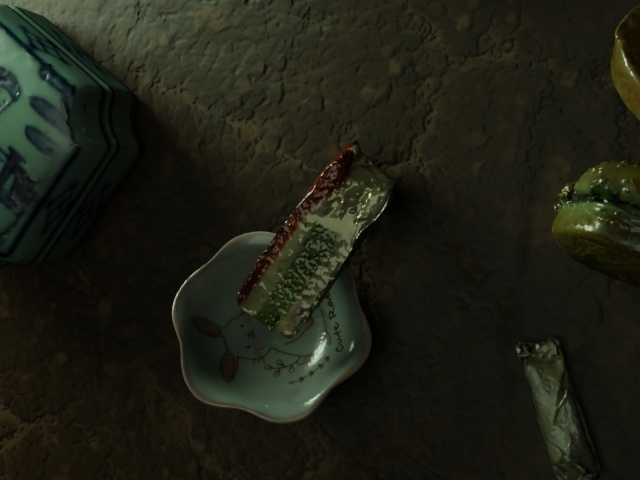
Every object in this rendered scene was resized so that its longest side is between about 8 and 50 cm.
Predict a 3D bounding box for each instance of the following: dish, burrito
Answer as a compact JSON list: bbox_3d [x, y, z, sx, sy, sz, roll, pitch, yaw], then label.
[{"bbox_3d":[-0.054,0.106,1.443,0.229,0.081,0.229,-1,69,1],"label":"dish"},{"bbox_3d":[0.257,0.187,1.364,0.051,0.042,0.171,-19,80,17],"label":"burrito"}]

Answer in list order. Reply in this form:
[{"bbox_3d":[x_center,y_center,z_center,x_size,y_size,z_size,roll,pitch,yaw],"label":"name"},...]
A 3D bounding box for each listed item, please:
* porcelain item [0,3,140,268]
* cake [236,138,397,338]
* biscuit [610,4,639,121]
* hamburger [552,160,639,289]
[{"bbox_3d":[-0.392,-0.125,1.559,0.281,0.157,0.286,42,105,15],"label":"porcelain item"},{"bbox_3d":[0.002,-0.008,1.381,0.086,0.117,0.220,36,72,9],"label":"cake"},{"bbox_3d":[0.426,-0.108,1.199,0.344,0.057,0.287,30,56,15],"label":"biscuit"},{"bbox_3d":[0.332,-0.014,1.259,0.215,0.189,0.122,22,88,22],"label":"hamburger"}]
